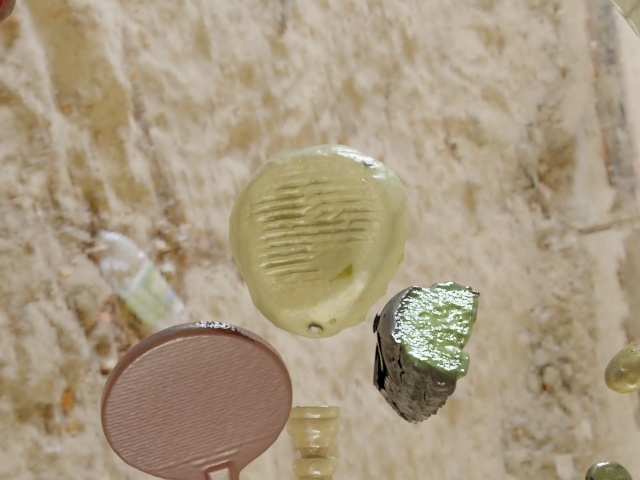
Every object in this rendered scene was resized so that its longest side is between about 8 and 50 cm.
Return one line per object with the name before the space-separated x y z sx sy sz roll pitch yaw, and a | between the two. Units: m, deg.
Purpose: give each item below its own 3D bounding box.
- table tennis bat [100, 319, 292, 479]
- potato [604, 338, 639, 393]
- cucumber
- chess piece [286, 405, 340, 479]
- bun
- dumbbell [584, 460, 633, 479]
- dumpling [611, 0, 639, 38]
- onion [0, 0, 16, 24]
table tennis bat | -0.161 0.270 1.767 0.051 0.268 0.415 -112 -172 -48
potato | 0.531 0.203 2.057 0.138 0.091 0.070 -20 104 -24
cucumber | 0.085 0.096 1.098 0.193 0.086 0.115 94 13 -67
chess piece | -0.012 0.360 2.075 0.094 0.094 0.170 15 72 -64
bun | 0.000 0.000 1.645 0.160 0.259 0.259 14 66 -68
dumbbell | 0.269 0.266 1.256 0.052 0.118 0.046 -8 57 -26
dumpling | 0.513 -0.401 1.839 0.341 0.181 0.260 -29 97 -61
onion | -0.472 -0.361 1.735 0.131 0.131 0.131 44 39 -52
